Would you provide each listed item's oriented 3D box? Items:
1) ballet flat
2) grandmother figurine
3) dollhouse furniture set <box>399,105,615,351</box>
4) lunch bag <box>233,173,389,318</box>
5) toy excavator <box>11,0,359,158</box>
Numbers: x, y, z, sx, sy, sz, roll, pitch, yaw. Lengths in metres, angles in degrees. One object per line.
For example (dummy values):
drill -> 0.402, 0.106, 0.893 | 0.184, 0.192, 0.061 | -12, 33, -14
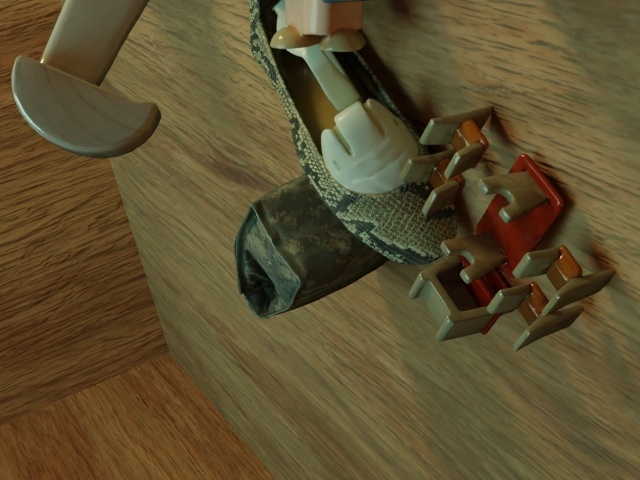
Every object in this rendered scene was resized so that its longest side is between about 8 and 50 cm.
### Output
ballet flat -> 0.022, -0.184, 1.512 | 0.482, 0.164, 0.182 | 60, 177, 26
grandmother figurine -> 0.007, -0.405, 1.349 | 0.104, 0.208, 0.342 | -56, -34, -66
dollhouse furniture set -> 0.215, 0.005, 1.345 | 0.262, 0.135, 0.259 | 58, 147, 25
lunch bag -> 0.000, 0.000, 1.683 | 0.169, 0.235, 0.287 | 57, 158, 12
toy excavator -> -0.060, -0.301, 1.027 | 0.222, 0.446, 0.432 | 173, 93, -86
